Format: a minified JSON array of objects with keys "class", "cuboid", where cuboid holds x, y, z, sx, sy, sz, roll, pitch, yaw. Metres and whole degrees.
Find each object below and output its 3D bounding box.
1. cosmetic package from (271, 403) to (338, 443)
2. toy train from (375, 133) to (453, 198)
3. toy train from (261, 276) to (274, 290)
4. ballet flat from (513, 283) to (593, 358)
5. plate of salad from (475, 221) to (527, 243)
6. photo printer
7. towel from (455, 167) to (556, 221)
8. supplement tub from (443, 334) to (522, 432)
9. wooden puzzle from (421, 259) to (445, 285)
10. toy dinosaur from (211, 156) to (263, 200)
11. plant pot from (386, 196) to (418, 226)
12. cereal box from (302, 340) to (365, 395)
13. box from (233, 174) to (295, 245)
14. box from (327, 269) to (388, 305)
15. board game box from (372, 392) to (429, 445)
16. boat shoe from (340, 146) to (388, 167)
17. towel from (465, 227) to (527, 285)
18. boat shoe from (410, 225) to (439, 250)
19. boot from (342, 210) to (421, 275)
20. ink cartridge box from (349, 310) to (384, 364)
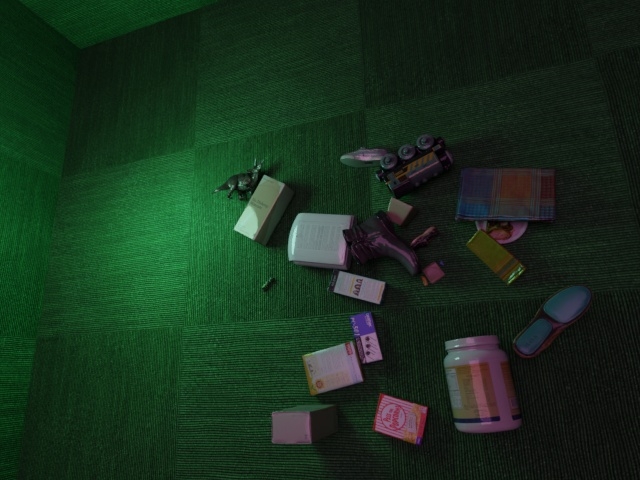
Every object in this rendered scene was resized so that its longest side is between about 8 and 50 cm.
[{"class":"cosmetic package","cuboid":[-0.053,0.712,1.746,0.160,0.309,0.113,-8,72,18]},{"class":"toy train","cuboid":[0.413,-0.324,1.961,0.334,0.142,0.190,-27,64,10]},{"class":"toy train","cuboid":[-0.253,0.206,2.128,0.083,0.024,0.017,-46,65,2]},{"class":"ballet flat","cuboid":[0.845,0.299,1.636,0.348,0.123,0.123,-45,65,0]},{"class":"plate of salad","cuboid":[0.740,-0.086,1.824,0.200,0.048,0.199,-6,72,20]},{"class":"photo printer","cuboid":[0.000,0.000,2.046,0.308,0.107,0.255,4,76,22]},{"class":"towel","cuboid":[0.752,-0.193,1.818,0.371,0.040,0.271,3,59,22]},{"class":"supplement tub","cuboid":[0.576,0.514,1.611,0.229,0.228,0.315,-12,71,17]},{"class":"wooden puzzle","cuboid":[0.475,0.137,1.879,0.116,0.014,0.078,-30,71,10]},{"class":"toy dinosaur","cuboid":[-0.408,-0.292,2.301,0.314,0.121,0.160,-18,57,20]},{"class":"plant pot","cuboid":[0.351,-0.118,1.954,0.109,0.109,0.096,28,98,25]},{"class":"cereal box","cuboid":[0.055,0.544,1.899,0.240,0.047,0.172,-19,69,14]},{"class":"box","cuboid":[-0.273,-0.146,2.184,0.148,0.121,0.310,25,85,26]},{"class":"box","cuboid":[0.163,0.206,1.950,0.245,0.060,0.100,13,80,23]},{"class":"board game box","cuboid":[0.316,0.700,1.756,0.194,0.045,0.146,9,78,23]},{"class":"boat shoe","cuboid":[0.210,-0.398,2.107,0.228,0.079,0.081,3,67,17]},{"class":"towel","cuboid":[0.700,0.064,1.789,0.237,0.021,0.102,49,119,25]},{"class":"boat shoe","cuboid":[0.442,0.001,1.907,0.152,0.056,0.049,-43,60,4]},{"class":"boot","cuboid":[0.254,0.053,1.893,0.223,0.118,0.338,-31,66,-10]},{"class":"ink cartridge box","cuboid":[0.195,0.413,1.886,0.097,0.046,0.206,-18,69,14]}]
